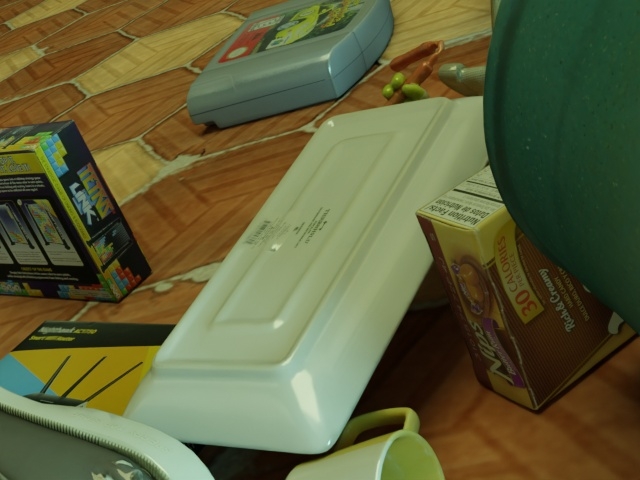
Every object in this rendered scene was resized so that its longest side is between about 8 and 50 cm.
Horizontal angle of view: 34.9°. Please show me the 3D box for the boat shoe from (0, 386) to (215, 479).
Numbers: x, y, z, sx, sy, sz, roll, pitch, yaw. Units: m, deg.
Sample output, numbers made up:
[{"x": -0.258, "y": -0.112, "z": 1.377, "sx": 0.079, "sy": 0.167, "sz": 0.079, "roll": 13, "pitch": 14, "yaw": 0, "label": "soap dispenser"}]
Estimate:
[{"x": -0.194, "y": 0.132, "z": 0.508, "sx": 0.324, "sy": 0.116, "sz": 0.097, "roll": 5, "pitch": 18, "yaw": 35, "label": "boat shoe"}]

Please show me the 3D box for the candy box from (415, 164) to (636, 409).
[{"x": 0.149, "y": -0.010, "z": 0.533, "sx": 0.186, "sy": 0.109, "sz": 0.053, "roll": -32, "pitch": 25, "yaw": -19, "label": "candy box"}]

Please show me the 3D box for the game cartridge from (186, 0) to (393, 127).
[{"x": -0.019, "y": -0.223, "z": 1.156, "sx": 0.196, "sy": 0.060, "sz": 0.294, "roll": -8, "pitch": 28, "yaw": 19, "label": "game cartridge"}]

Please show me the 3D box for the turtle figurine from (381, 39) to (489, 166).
[{"x": 0.078, "y": -0.042, "z": 0.679, "sx": 0.217, "sy": 0.087, "sz": 0.269, "roll": -38, "pitch": 37, "yaw": -16, "label": "turtle figurine"}]

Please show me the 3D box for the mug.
[{"x": 0.019, "y": 0.117, "z": 0.456, "sx": 0.064, "sy": 0.062, "sz": 0.078, "roll": -17, "pitch": 3, "yaw": 32, "label": "mug"}]

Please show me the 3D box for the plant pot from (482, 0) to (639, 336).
[{"x": 0.230, "y": -0.020, "z": 0.333, "sx": 0.271, "sy": 0.271, "sz": 0.255, "roll": -24, "pitch": 39, "yaw": -4, "label": "plant pot"}]

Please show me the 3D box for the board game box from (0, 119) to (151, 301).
[{"x": -0.235, "y": -0.022, "z": 0.825, "sx": 0.170, "sy": 0.141, "sz": 0.048, "roll": 1, "pitch": 34, "yaw": 39, "label": "board game box"}]

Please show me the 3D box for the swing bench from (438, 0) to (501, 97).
[{"x": 0.249, "y": -0.224, "z": 0.768, "sx": 0.253, "sy": 0.255, "sz": 0.165, "roll": 6, "pitch": -1, "yaw": 43, "label": "swing bench"}]

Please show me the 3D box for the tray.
[{"x": 0.000, "y": 0.000, "z": 0.565, "sx": 0.145, "sy": 0.030, "sz": 0.270, "roll": -5, "pitch": 38, "yaw": 39, "label": "tray"}]

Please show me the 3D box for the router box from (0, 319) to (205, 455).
[{"x": -0.145, "y": 0.105, "z": 0.615, "sx": 0.179, "sy": 0.046, "sz": 0.133, "roll": -2, "pitch": 32, "yaw": 36, "label": "router box"}]
